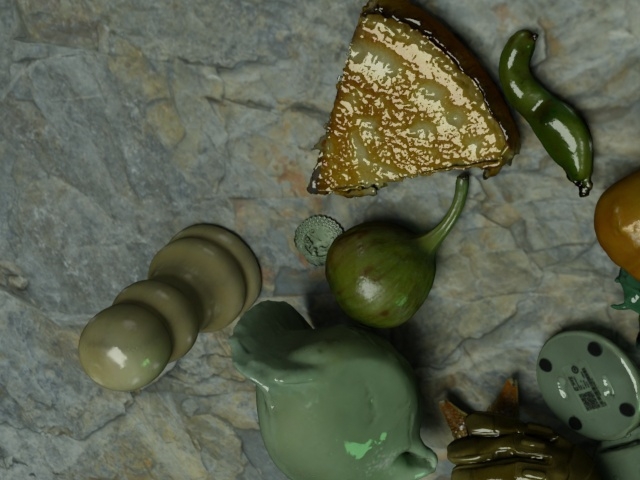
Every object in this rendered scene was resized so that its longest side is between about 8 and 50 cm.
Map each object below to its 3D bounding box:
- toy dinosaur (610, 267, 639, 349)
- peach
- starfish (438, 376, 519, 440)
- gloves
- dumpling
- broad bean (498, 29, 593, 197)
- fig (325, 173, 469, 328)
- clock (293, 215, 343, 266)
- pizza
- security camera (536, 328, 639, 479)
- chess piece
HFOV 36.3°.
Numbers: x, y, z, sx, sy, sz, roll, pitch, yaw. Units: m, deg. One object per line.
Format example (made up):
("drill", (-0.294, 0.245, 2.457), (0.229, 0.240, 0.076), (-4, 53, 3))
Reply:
("toy dinosaur", (0.461, 0.131, 1.156), (0.292, 0.079, 0.120), (44, 129, 36))
("peach", (0.390, -0.023, 1.122), (0.138, 0.138, 0.138), (11, 119, 22))
("starfish", (0.268, 0.304, 1.400), (0.138, 0.050, 0.247), (-18, 112, 32))
("gloves", (0.312, 0.345, 1.262), (0.331, 0.154, 0.141), (48, 130, 8))
("dumpling", (0.036, 0.212, 1.337), (0.212, 0.270, 0.320), (-3, 123, 23))
("broad bean", (0.274, -0.149, 1.166), (0.070, 0.048, 0.213), (-24, 99, 35))
("fig", (0.119, 0.008, 1.300), (0.245, 0.149, 0.149), (-41, 92, 15))
("clock", (0.000, 0.000, 1.401), (0.074, 0.010, 0.083), (49, 125, -2))
("pizza", (0.123, -0.139, 1.232), (0.251, 0.074, 0.287), (30, 125, 11))
("security camera", (0.401, 0.245, 1.286), (0.157, 0.080, 0.301), (-33, 86, 50))
("chess piece", (-0.221, 0.108, 1.391), (0.167, 0.299, 0.167), (12, 120, 21))
